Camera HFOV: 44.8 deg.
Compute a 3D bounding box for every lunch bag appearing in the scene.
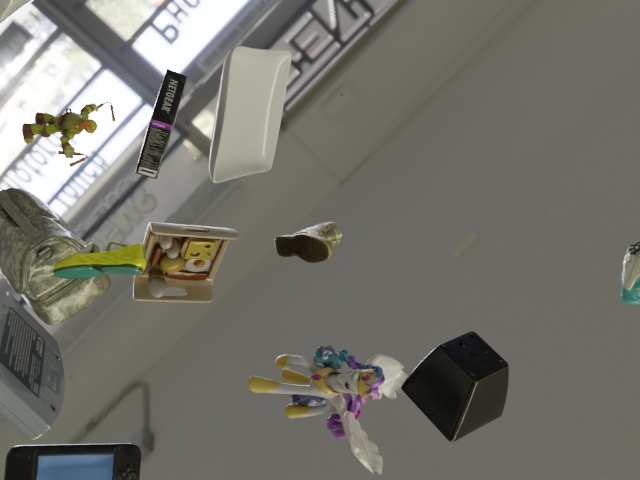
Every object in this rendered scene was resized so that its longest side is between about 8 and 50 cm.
[{"bbox_3d":[-0.713,0.024,1.970,0.212,0.256,0.305,-35,-132,-21],"label":"lunch bag"}]

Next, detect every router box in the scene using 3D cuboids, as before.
[{"bbox_3d":[-0.305,-0.225,1.489,0.179,0.046,0.133,-89,-160,-48],"label":"router box"}]

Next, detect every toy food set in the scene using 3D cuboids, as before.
[{"bbox_3d":[-0.356,0.067,2.027,0.306,0.220,0.092,120,-34,-48],"label":"toy food set"}]

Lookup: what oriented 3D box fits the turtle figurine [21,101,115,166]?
[{"bbox_3d":[-0.691,-0.302,2.094,0.217,0.087,0.269,1,-130,15],"label":"turtle figurine"}]

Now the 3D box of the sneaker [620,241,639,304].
[{"bbox_3d":[0.630,0.056,1.400,0.107,0.275,0.110,34,-59,51],"label":"sneaker"}]

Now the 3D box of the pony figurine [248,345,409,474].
[{"bbox_3d":[0.049,0.406,2.010,0.363,0.351,0.303,-4,-125,34],"label":"pony figurine"}]

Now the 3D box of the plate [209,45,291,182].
[{"bbox_3d":[-0.157,-0.274,1.660,0.277,0.045,0.278,-26,130,-65],"label":"plate"}]

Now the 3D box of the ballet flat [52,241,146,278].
[{"bbox_3d":[-0.489,0.041,1.733,0.231,0.077,0.077,-4,-111,19],"label":"ballet flat"}]

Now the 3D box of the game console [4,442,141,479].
[{"bbox_3d":[-0.516,0.571,1.652,0.173,0.293,0.250,-12,-106,61],"label":"game console"}]

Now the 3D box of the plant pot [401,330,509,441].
[{"bbox_3d":[0.337,0.329,1.841,0.188,0.187,0.167,46,-43,33],"label":"plant pot"}]

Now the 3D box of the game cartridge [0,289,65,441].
[{"bbox_3d":[-0.522,0.210,1.335,0.062,0.198,0.297,-32,-154,-2],"label":"game cartridge"}]

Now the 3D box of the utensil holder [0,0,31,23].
[{"bbox_3d":[-0.438,-0.485,1.015,0.327,0.327,0.385,-30,-154,36],"label":"utensil holder"}]

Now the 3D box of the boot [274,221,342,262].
[{"bbox_3d":[0.000,0.000,2.077,0.165,0.077,0.213,-19,-166,-38],"label":"boot"}]
